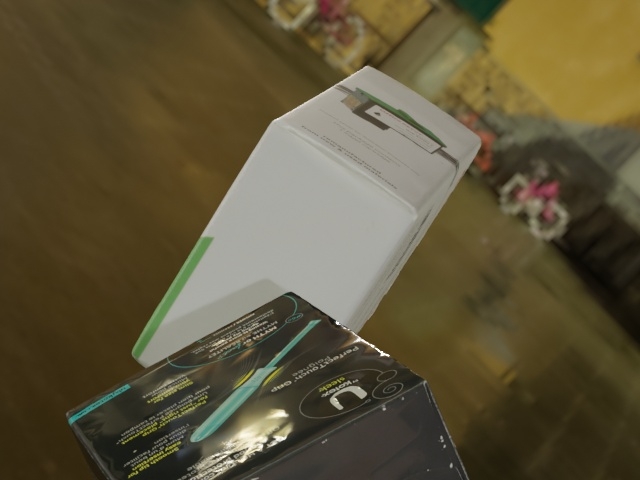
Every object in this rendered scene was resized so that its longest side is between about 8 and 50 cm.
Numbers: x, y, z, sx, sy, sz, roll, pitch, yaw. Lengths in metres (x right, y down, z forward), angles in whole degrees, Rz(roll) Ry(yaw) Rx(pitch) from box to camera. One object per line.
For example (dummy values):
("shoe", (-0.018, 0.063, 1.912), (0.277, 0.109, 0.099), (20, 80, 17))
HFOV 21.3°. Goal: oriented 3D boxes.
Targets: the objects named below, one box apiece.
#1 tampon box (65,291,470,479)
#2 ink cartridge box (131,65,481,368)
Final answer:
("tampon box", (-0.019, 0.106, 0.696), (0.101, 0.120, 0.161), (67, -13, -17))
("ink cartridge box", (0.000, 0.000, 0.968), (0.092, 0.160, 0.219), (34, 18, 4))
